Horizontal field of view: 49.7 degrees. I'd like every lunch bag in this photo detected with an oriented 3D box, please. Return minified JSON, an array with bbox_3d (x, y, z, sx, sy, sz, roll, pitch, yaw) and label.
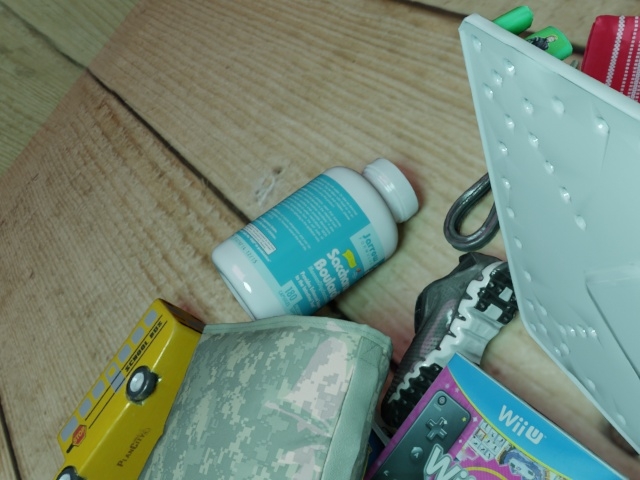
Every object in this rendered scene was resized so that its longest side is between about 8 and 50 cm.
[{"bbox_3d":[-0.044,0.208,0.699,0.287,0.169,0.235,-16,48,56],"label":"lunch bag"}]

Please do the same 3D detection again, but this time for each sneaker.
[{"bbox_3d":[0.141,0.109,0.796,0.234,0.078,0.106,-56,27,7],"label":"sneaker"}]

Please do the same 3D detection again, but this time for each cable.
[{"bbox_3d":[0.255,-0.112,0.877,0.139,0.072,0.287,15,86,28],"label":"cable"}]

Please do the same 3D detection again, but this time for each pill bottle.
[{"bbox_3d":[0.000,0.000,0.911,0.264,0.146,0.146,-36,41,-11],"label":"pill bottle"}]

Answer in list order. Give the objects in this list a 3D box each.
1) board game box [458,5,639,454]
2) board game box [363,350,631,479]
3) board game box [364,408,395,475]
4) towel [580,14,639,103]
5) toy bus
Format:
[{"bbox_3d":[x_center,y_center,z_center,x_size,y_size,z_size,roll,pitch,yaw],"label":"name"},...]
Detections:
[{"bbox_3d":[0.255,0.059,0.496,0.050,0.390,0.390,-29,41,-4],"label":"board game box"},{"bbox_3d":[0.130,0.293,0.653,0.303,0.097,0.224,-52,38,-1],"label":"board game box"},{"bbox_3d":[-0.033,0.238,0.875,0.193,0.053,0.305,-47,42,5],"label":"board game box"},{"bbox_3d":[0.414,-0.168,0.741,0.275,0.031,0.199,10,71,36],"label":"towel"},{"bbox_3d":[-0.290,0.262,1.047,0.332,0.108,0.130,-54,41,-2],"label":"toy bus"}]
